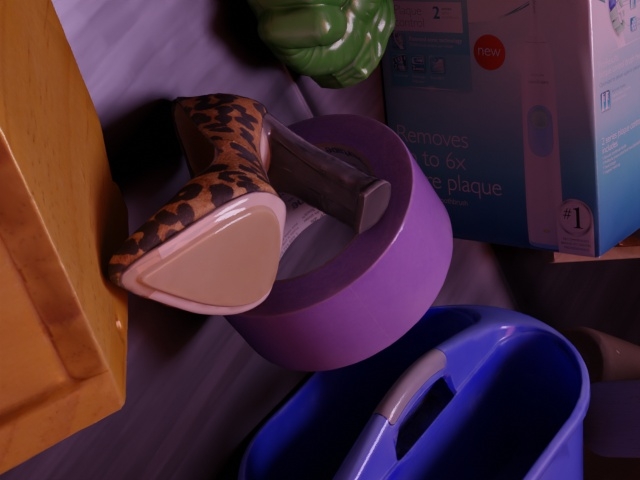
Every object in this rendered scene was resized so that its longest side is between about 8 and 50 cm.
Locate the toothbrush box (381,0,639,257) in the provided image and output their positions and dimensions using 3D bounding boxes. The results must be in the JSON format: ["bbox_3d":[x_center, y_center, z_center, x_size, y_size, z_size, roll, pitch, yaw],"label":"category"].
[{"bbox_3d":[0.176,-0.152,1.227,0.126,0.216,0.295,-27,119,-48],"label":"toothbrush box"}]

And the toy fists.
[{"bbox_3d":[0.022,-0.265,1.100,0.142,0.096,0.279,33,72,-49],"label":"toy fists"}]

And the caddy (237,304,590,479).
[{"bbox_3d":[0.086,0.183,1.158,0.341,0.241,0.179,-43,133,-40],"label":"caddy"}]

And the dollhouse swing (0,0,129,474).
[{"bbox_3d":[-0.304,-0.047,0.744,0.315,0.305,0.347,-102,174,-58],"label":"dollhouse swing"}]

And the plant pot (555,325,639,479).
[{"bbox_3d":[0.319,0.213,1.499,0.229,0.263,0.263,36,67,-31],"label":"plant pot"}]

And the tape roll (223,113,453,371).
[{"bbox_3d":[0.000,0.000,1.047,0.189,0.189,0.080,-62,140,-24],"label":"tape roll"}]

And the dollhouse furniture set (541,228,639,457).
[{"bbox_3d":[0.380,0.135,1.336,0.362,0.256,0.394,-2,85,-38],"label":"dollhouse furniture set"}]

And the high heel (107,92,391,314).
[{"bbox_3d":[-0.096,-0.034,0.919,0.261,0.186,0.093,-22,133,-51],"label":"high heel"}]
